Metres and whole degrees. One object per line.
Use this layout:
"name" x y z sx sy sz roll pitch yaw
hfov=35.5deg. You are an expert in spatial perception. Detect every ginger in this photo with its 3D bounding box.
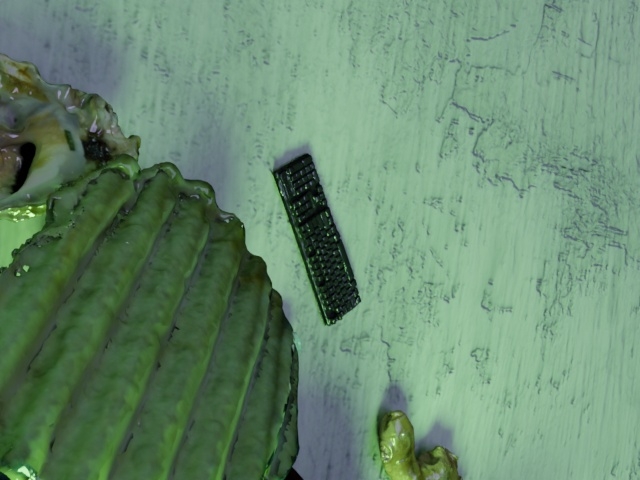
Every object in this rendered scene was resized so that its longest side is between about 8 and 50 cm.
"ginger" 0.147 0.329 1.457 0.133 0.059 0.214 -26 107 -27

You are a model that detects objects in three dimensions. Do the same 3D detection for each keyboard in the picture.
"keyboard" 0.001 0.000 1.338 0.072 0.023 0.231 -32 112 -36

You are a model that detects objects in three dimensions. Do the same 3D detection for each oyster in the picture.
"oyster" -0.346 -0.096 1.007 0.354 0.107 0.201 13 52 -33

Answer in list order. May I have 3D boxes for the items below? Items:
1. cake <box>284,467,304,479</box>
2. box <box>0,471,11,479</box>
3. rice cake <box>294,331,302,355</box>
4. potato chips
"cake" -0.093 0.356 1.184 0.178 0.208 0.185 -40 86 0
"box" -0.316 0.338 0.929 0.116 0.279 0.261 3 90 -38
"rice cake" -0.109 0.202 1.243 0.245 0.045 0.042 -47 119 -28
"potato chips" -0.147 0.108 0.962 0.358 0.070 0.429 45 34 -22
